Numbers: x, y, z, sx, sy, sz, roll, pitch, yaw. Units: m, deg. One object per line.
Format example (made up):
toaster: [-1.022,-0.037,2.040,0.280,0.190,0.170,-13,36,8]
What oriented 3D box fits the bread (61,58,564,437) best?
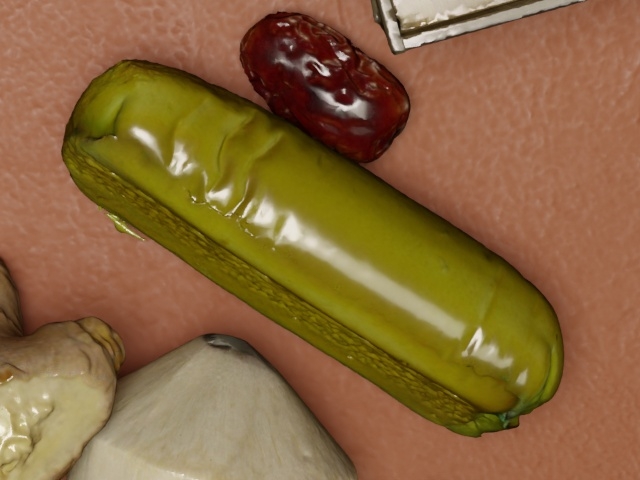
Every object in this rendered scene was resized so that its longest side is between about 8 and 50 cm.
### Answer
bread: [0.000,0.000,1.336,0.383,0.166,0.112,32,72,-6]

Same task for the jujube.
jujube: [0.000,-0.107,1.353,0.129,0.077,0.077,36,99,-3]

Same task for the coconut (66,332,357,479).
coconut: [-0.080,0.174,1.345,0.202,0.202,0.222,12,104,-4]

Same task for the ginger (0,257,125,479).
ginger: [-0.234,0.102,1.301,0.221,0.276,0.130,-31,124,16]

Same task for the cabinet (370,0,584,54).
cabinet: [0.105,-0.224,1.260,0.174,0.215,0.148,-15,100,3]
